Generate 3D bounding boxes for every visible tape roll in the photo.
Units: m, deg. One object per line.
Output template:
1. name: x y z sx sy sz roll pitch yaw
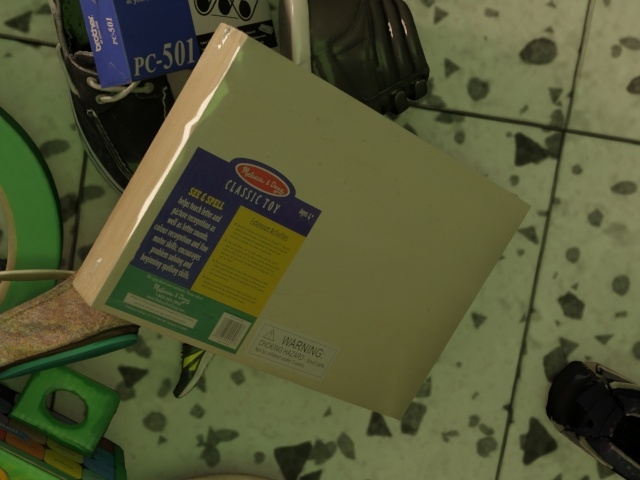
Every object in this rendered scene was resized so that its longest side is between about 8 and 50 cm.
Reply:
1. tape roll: -0.410 -0.003 1.141 0.321 0.077 0.321 -2 99 -10

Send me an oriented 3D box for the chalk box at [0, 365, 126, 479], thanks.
1. chalk box: -0.305 0.261 1.168 0.180 0.179 0.289 30 94 -13

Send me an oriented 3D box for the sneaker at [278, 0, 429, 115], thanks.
1. sneaker: 0.041 -0.113 1.199 0.147 0.104 0.296 -5 101 -11

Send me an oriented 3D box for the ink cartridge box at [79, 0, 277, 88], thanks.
1. ink cartridge box: -0.129 -0.211 1.121 0.207 0.046 0.097 -24 106 -48

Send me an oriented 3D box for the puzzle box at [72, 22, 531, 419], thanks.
1. puzzle box: 0.000 0.000 1.136 0.409 0.052 0.272 26 98 -39

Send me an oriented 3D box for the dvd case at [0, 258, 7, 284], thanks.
1. dvd case: -0.435 0.073 1.198 0.164 0.018 0.221 38 91 -14

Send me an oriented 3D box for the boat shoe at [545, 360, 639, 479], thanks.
1. boat shoe: 0.412 0.253 1.291 0.340 0.158 0.127 26 95 -12

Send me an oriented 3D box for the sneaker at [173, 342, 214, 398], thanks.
1. sneaker: -0.135 0.126 1.252 0.035 0.031 0.083 32 89 1

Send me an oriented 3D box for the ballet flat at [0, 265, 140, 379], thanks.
1. ballet flat: -0.324 0.092 1.094 0.316 0.107 0.106 -18 83 -13

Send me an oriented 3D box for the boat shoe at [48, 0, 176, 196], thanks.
1. boat shoe: -0.199 -0.171 1.151 0.108 0.102 0.301 -14 101 -6

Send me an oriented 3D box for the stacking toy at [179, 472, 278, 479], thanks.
1. stacking toy: -0.073 0.448 1.082 0.350 0.480 0.351 -2 100 -9
